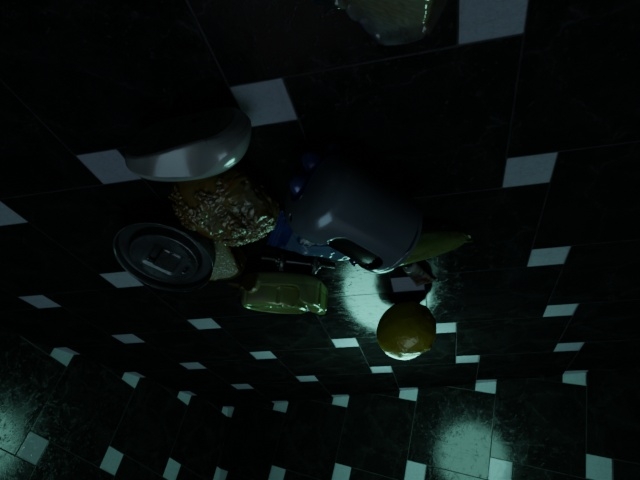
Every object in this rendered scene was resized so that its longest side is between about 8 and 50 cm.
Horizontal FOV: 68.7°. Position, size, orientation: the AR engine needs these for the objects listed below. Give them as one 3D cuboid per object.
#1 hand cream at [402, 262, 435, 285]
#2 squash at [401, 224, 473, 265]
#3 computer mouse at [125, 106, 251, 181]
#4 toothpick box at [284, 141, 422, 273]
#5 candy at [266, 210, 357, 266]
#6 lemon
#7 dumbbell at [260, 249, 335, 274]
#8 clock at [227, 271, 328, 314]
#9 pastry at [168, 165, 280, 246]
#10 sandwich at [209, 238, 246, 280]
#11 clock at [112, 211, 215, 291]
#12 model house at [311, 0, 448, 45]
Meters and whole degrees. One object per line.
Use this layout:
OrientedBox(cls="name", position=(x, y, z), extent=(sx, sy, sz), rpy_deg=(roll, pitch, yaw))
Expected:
OrientedBox(cls="hand cream", position=(0.350, 0.122, 1.696), extent=(0.080, 0.050, 0.234), rpy_deg=(-18, 149, 23))
OrientedBox(cls="squash", position=(0.286, 0.011, 1.442), extent=(0.371, 0.118, 0.118), rpy_deg=(-12, 147, 1))
OrientedBox(cls="computer mouse", position=(-0.290, -0.210, 1.074), extent=(0.297, 0.184, 0.121), rpy_deg=(-14, 134, 11))
OrientedBox(cls="toothpick box", position=(0.069, -0.091, 1.205), extent=(0.355, 0.263, 0.263), rpy_deg=(25, 141, -32))
OrientedBox(cls="candy", position=(0.000, 0.000, 1.488), extent=(0.331, 0.077, 0.187), rpy_deg=(10, 141, -17))
OrientedBox(cls="lemon", position=(0.349, 0.369, 1.919), extent=(0.234, 0.233, 0.288), rpy_deg=(16, 134, -21))
OrientedBox(cls="dumbbell", position=(-0.075, 0.070, 1.593), extent=(0.254, 0.081, 0.081), rpy_deg=(8, 148, -7))
OrientedBox(cls="clock", position=(-0.156, 0.197, 1.710), extent=(0.348, 0.117, 0.286), rpy_deg=(1, 164, 12))
OrientedBox(cls="pastry", position=(-0.256, -0.084, 1.283), extent=(0.255, 0.162, 0.311), rpy_deg=(-21, 140, 35))
OrientedBox(cls="sandwich", position=(-0.388, 0.042, 1.554), extent=(0.251, 0.087, 0.226), rpy_deg=(-5, 135, 11))
OrientedBox(cls="clock", position=(-0.478, 0.040, 1.451), extent=(0.313, 0.061, 0.312), rpy_deg=(4, 135, 4))
OrientedBox(cls="model house", position=(0.061, -0.435, 0.672), extent=(0.298, 0.243, 0.284), rpy_deg=(25, 176, 10))
